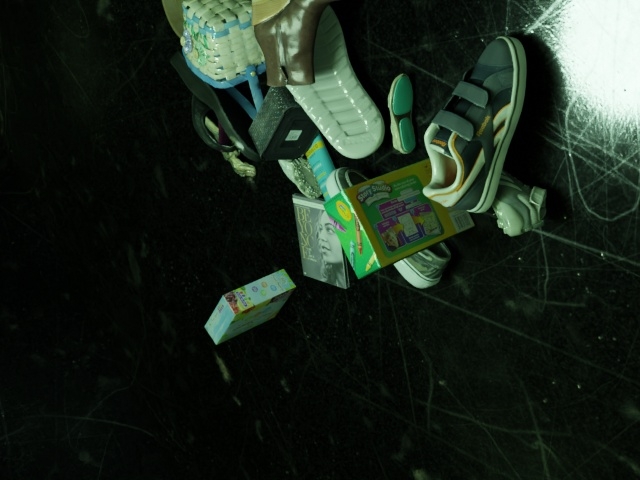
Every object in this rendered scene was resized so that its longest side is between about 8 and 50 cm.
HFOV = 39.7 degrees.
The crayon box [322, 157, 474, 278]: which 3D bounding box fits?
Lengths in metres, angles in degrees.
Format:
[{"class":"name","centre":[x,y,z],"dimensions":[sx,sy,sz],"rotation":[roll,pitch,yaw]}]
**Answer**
[{"class":"crayon box","centre":[0.158,-0.051,1.743],"dimensions":[0.081,0.279,0.165],"rotation":[-32,81,53]}]

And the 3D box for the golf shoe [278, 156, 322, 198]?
[{"class":"golf shoe","centre":[-0.050,-0.166,2.149],"dimensions":[0.176,0.069,0.086],"rotation":[59,162,18]}]

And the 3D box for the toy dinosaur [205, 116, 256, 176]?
[{"class":"toy dinosaur","centre":[-0.254,-0.285,2.337],"dimensions":[0.268,0.064,0.118],"rotation":[56,149,21]}]

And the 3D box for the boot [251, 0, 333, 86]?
[{"class":"boot","centre":[-0.026,-0.424,1.805],"dimensions":[0.249,0.090,0.206],"rotation":[1,111,34]}]

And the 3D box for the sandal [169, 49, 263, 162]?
[{"class":"sandal","centre":[-0.261,-0.313,2.215],"dimensions":[0.107,0.168,0.445],"rotation":[-48,51,14]}]

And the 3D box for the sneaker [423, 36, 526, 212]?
[{"class":"sneaker","centre":[0.270,-0.209,1.579],"dimensions":[0.126,0.128,0.320],"rotation":[-143,62,-66]}]

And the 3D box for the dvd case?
[{"class":"dvd case","centre":[0.000,0.000,2.192],"dimensions":[0.165,0.018,0.221],"rotation":[16,120,48]}]

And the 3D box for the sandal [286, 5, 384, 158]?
[{"class":"sandal","centre":[0.002,-0.355,1.927],"dimensions":[0.102,0.169,0.416],"rotation":[40,-154,-79]}]

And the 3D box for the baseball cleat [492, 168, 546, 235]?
[{"class":"baseball cleat","centre":[0.358,-0.092,1.652],"dimensions":[0.072,0.110,0.205],"rotation":[74,-179,-53]}]

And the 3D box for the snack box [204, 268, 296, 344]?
[{"class":"snack box","centre":[-0.188,0.177,2.361],"dimensions":[0.070,0.207,0.174],"rotation":[55,141,17]}]

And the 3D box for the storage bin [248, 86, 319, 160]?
[{"class":"storage bin","centre":[-0.073,-0.273,2.034],"dimensions":[0.180,0.122,0.084],"rotation":[-57,50,43]}]

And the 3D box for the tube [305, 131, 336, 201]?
[{"class":"tube","centre":[0.007,-0.172,2.076],"dimensions":[0.080,0.052,0.207],"rotation":[-38,69,45]}]

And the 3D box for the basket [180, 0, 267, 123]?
[{"class":"basket","centre":[-0.210,-0.435,2.082],"dimensions":[0.255,0.201,0.288],"rotation":[46,161,45]}]

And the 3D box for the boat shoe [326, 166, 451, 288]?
[{"class":"boat shoe","centre":[0.157,-0.052,1.904],"dimensions":[0.335,0.121,0.119],"rotation":[45,132,11]}]

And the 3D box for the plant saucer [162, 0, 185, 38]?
[{"class":"plant saucer","centre":[-0.336,-0.644,2.246],"dimensions":[0.278,0.041,0.277],"rotation":[31,129,49]}]

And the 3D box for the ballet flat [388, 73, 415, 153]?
[{"class":"ballet flat","centre":[0.160,-0.261,1.825],"dimensions":[0.052,0.057,0.168],"rotation":[26,127,55]}]
